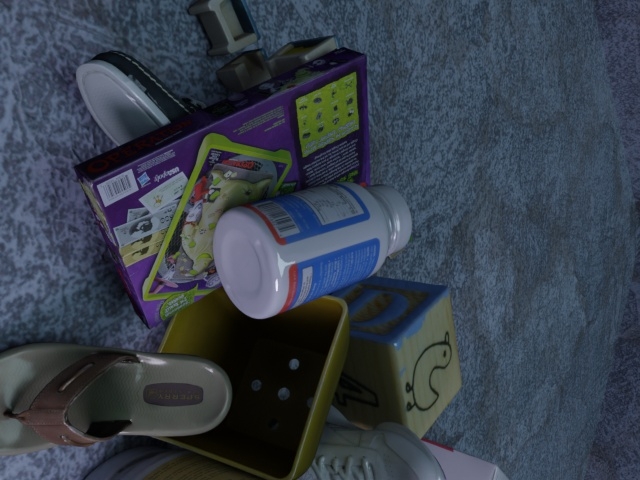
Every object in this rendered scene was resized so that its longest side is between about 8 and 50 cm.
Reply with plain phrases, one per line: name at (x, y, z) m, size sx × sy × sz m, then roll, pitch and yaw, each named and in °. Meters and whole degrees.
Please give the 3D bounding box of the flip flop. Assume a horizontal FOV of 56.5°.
flip flop at (-0.225, 0.163, 0.602) m, size 0.277 × 0.080 × 0.112 m, roll 5°, pitch 85°, yaw -17°

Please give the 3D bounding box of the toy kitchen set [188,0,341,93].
toy kitchen set at (-0.066, -0.305, 0.746) m, size 0.122 × 0.166 × 0.207 m, roll -49°, pitch 130°, yaw -35°

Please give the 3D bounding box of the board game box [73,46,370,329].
board game box at (-0.081, -0.066, 0.688) m, size 0.347 × 0.056 × 0.208 m, roll -32°, pitch 133°, yaw -27°

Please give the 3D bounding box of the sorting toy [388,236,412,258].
sorting toy at (0.157, -0.006, 1.180) m, size 0.083 × 0.012 × 0.062 m, roll -30°, pitch 117°, yaw -45°

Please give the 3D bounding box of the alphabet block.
alphabet block at (0.103, 0.191, 0.995) m, size 0.192 × 0.194 × 0.197 m, roll -33°, pitch 119°, yaw -42°

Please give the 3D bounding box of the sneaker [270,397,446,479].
sneaker at (0.033, 0.320, 0.839) m, size 0.152 × 0.305 × 0.114 m, roll -27°, pitch 109°, yaw -41°

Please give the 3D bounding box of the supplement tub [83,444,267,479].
supplement tub at (-0.113, 0.368, 0.638) m, size 0.241 × 0.331 × 0.240 m, roll -8°, pitch 100°, yaw -50°

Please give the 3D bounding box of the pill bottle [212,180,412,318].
pill bottle at (0.000, 0.000, 0.686) m, size 0.222 × 0.124 × 0.124 m, roll -17°, pitch 107°, yaw -38°

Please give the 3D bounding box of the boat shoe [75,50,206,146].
boat shoe at (-0.160, -0.115, 0.707) m, size 0.091 × 0.114 × 0.302 m, roll -63°, pitch 148°, yaw -23°

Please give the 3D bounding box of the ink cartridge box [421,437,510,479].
ink cartridge box at (0.304, 0.543, 1.273) m, size 0.283 × 0.207 × 0.117 m, roll 51°, pitch 58°, yaw -42°

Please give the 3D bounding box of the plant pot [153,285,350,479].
plant pot at (-0.074, 0.180, 0.770) m, size 0.187 × 0.212 × 0.212 m, roll 59°, pitch 46°, yaw -62°
